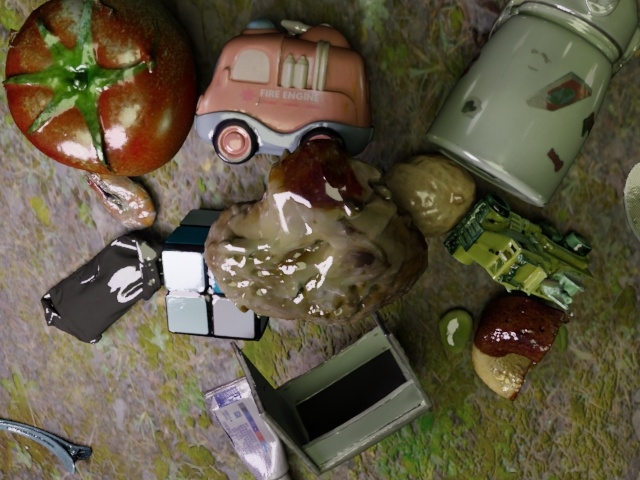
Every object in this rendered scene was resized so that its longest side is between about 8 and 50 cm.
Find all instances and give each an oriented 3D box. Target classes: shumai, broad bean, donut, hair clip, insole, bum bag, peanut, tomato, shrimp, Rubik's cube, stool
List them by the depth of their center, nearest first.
[{"bbox_3d":[0.000,0.000,1.138,0.346,0.283,0.217,7,76,-3],"label":"shumai"},{"bbox_3d":[-0.339,-0.254,1.256,0.303,0.239,0.304,1,99,8],"label":"tomato"},{"bbox_3d":[0.181,-0.075,1.311,0.159,0.109,0.141,-14,124,17],"label":"peanut"},{"bbox_3d":[0.593,0.008,1.332,0.109,0.007,0.322,-17,108,17],"label":"insole"},{"bbox_3d":[0.024,0.233,1.349,0.243,0.170,0.270,-31,137,-1],"label":"stool"},{"bbox_3d":[0.331,0.192,1.380,0.141,0.085,0.217,26,137,15],"label":"donut"},{"bbox_3d":[-0.171,0.057,1.392,0.167,0.183,0.180,4,112,7],"label":"Rubik's cube"},{"bbox_3d":[0.248,0.165,1.441,0.063,0.045,0.083,6,107,5],"label":"broad bean"},{"bbox_3d":[-0.384,-0.091,1.442,0.190,0.042,0.101,42,121,-10],"label":"shrimp"},{"bbox_3d":[-0.404,0.093,1.509,0.326,0.080,0.142,-33,97,24],"label":"bum bag"},{"bbox_3d":[-0.616,0.436,1.709,0.229,0.070,0.039,22,119,8],"label":"hair clip"}]

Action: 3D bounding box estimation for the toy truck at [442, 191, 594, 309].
[{"bbox_3d":[0.338,0.032,1.287,0.259,0.135,0.128,26,118,-23],"label":"toy truck"}]

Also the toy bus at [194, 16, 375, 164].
[{"bbox_3d":[-0.051,-0.231,1.246,0.287,0.194,0.232,8,104,4],"label":"toy bus"}]

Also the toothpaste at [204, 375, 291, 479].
[{"bbox_3d":[-0.132,0.415,1.612,0.099,0.068,0.282,-29,97,-11],"label":"toothpaste"}]

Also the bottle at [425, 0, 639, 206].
[{"bbox_3d":[0.324,-0.248,1.152,0.229,0.229,0.352,29,95,-3],"label":"bottle"}]
